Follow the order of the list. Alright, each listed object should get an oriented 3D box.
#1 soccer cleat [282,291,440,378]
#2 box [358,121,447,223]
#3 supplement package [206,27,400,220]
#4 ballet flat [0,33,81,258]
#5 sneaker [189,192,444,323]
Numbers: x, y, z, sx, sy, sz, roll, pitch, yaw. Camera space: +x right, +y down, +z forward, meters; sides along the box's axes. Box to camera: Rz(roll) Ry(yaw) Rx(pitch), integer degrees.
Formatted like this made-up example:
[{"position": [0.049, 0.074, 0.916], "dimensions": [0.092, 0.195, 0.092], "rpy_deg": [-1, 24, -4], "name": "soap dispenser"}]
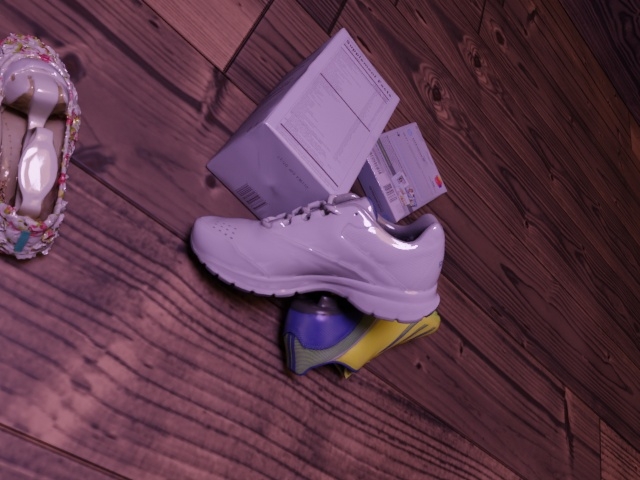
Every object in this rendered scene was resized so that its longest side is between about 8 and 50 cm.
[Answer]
[{"position": [0.062, 0.128, 0.714], "dimensions": [0.289, 0.094, 0.121], "rpy_deg": [8, 94, -44], "name": "soccer cleat"}, {"position": [0.139, -0.120, 0.899], "dimensions": [0.186, 0.038, 0.145], "rpy_deg": [-30, 95, -44], "name": "box"}, {"position": [-0.014, -0.150, 0.699], "dimensions": [0.139, 0.134, 0.244], "rpy_deg": [47, 49, -20], "name": "supplement package"}, {"position": [-0.267, -0.102, 0.486], "dimensions": [0.091, 0.077, 0.240], "rpy_deg": [5, 70, -41], "name": "ballet flat"}, {"position": [0.000, 0.000, 0.592], "dimensions": [0.298, 0.129, 0.111], "rpy_deg": [9, 24, -2], "name": "sneaker"}]
